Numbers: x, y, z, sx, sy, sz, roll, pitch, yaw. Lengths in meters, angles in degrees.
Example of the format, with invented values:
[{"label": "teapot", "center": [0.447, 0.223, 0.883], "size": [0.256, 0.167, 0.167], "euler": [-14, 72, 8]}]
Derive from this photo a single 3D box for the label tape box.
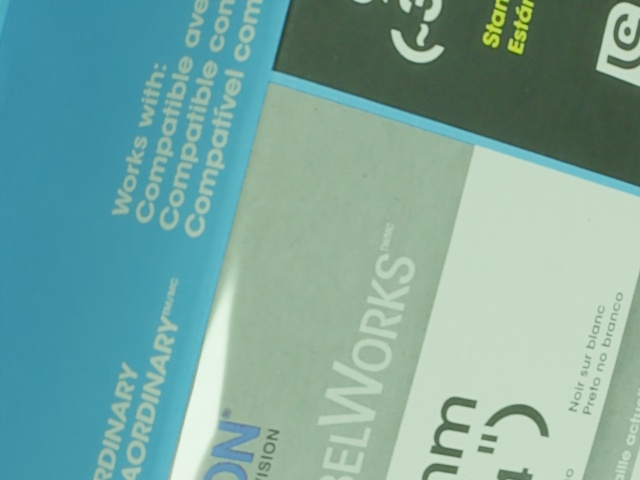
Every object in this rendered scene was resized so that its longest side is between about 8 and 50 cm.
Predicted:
[{"label": "label tape box", "center": [0.000, 0.000, 0.406], "size": [0.334, 0.106, 0.240], "euler": [14, 91, -29]}]
